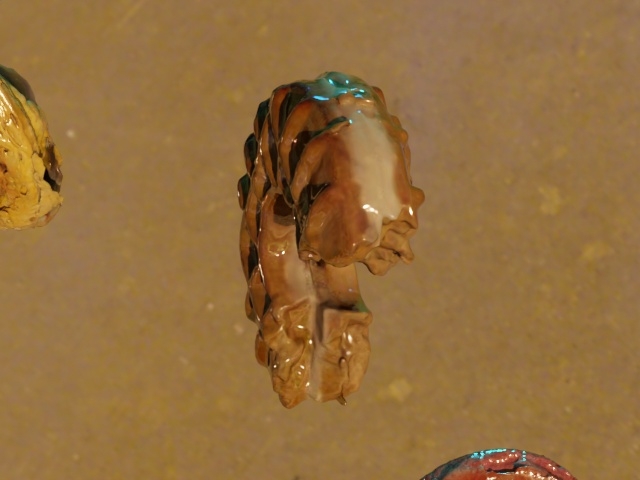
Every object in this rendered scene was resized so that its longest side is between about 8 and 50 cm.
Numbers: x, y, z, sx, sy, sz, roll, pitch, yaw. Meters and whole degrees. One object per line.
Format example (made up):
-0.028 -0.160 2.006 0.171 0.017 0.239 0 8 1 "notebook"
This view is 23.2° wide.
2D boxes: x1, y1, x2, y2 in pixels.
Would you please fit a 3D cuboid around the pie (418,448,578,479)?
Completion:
0.187 0.312 1.642 0.219 0.204 0.054 -17 26 11 "pie"

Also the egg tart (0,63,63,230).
-0.408 -0.133 1.833 0.297 0.297 0.132 -7 36 42 "egg tart"

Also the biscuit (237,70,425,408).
-0.002 -0.020 1.517 0.366 0.115 0.268 110 150 -53 "biscuit"
